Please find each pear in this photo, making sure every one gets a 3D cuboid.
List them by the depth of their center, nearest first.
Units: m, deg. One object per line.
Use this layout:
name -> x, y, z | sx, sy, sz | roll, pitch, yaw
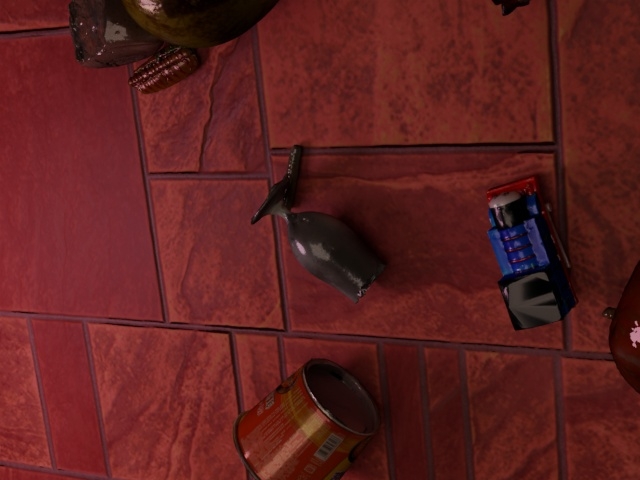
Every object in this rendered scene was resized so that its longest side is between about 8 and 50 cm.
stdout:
pear -> -0.174, -0.423, 1.623 | 0.283, 0.283, 0.283 | 8, 109, 25

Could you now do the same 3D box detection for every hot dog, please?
hot dog -> -0.267, -0.288, 1.839 | 0.144, 0.038, 0.062 | -21, 95, 31

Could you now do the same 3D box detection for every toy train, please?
toy train -> 0.302, 0.018, 1.580 | 0.083, 0.131, 0.204 | -17, 97, 31

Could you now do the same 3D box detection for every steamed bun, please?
steamed bun -> -0.348, -0.366, 1.812 | 0.175, 0.106, 0.145 | -14, 87, 38

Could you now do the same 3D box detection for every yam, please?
yam -> -0.048, -0.102, 1.791 | 0.021, 0.021, 0.116 | 20, 112, 21

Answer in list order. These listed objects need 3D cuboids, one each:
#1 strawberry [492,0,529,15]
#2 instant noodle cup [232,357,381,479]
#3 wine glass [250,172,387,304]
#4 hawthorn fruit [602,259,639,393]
strawberry -> 0.224, -0.452, 1.417 | 0.257, 0.261, 0.261 | 44, 122, 30
instant noodle cup -> -0.013, 0.310, 1.804 | 0.213, 0.213, 0.174 | 45, 112, 9
wine glass -> 0.000, 0.000, 1.746 | 0.222, 0.103, 0.103 | 39, 120, 1
hawthorn fruit -> 0.512, 0.111, 1.430 | 0.300, 0.275, 0.275 | 8, 109, 37
